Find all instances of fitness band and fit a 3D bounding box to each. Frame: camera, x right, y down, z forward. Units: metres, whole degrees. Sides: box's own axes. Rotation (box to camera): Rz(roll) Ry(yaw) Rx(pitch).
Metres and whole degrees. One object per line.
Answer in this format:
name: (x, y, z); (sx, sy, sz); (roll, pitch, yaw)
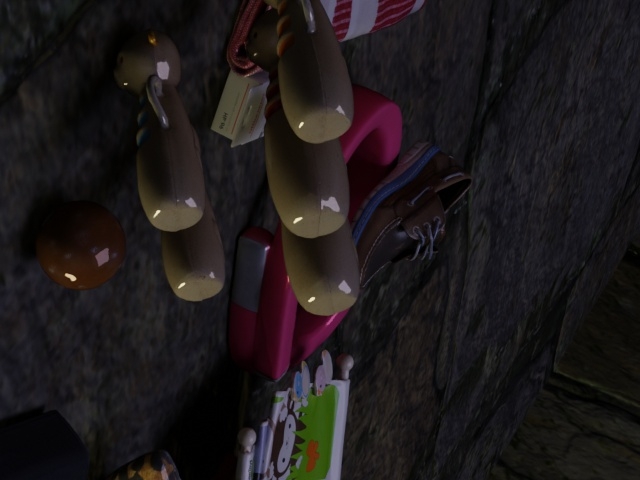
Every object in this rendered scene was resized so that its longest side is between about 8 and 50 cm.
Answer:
fitness band: (0.000, 0.000, 1.420); (0.209, 0.054, 0.291); (-49, 160, -39)

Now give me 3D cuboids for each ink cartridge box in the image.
ink cartridge box: (-0.048, -0.098, 1.169); (0.083, 0.028, 0.048); (-29, 142, -62)

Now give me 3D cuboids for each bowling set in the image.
bowling set: (-0.079, -0.063, 1.005); (0.287, 0.199, 0.154); (93, -13, -61)

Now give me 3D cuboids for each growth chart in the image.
growth chart: (-0.025, 0.192, 1.430); (0.237, 0.021, 0.172); (-25, 121, -64)

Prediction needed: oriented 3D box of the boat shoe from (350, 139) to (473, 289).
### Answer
boat shoe: (0.075, -0.019, 1.425); (0.183, 0.066, 0.066); (-54, 161, -38)

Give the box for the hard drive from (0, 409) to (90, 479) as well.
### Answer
hard drive: (-0.236, 0.242, 1.077); (0.255, 0.054, 0.172); (-67, 163, 13)

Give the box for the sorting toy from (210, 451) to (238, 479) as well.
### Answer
sorting toy: (-0.109, 0.317, 1.513); (0.257, 0.089, 0.255); (-30, 143, -60)

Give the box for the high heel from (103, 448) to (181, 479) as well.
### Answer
high heel: (-0.177, 0.283, 1.249); (0.186, 0.093, 0.261); (-48, 164, -47)

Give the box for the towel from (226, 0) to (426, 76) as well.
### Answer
towel: (0.050, -0.250, 1.219); (0.329, 0.037, 0.237); (-30, 144, -62)
